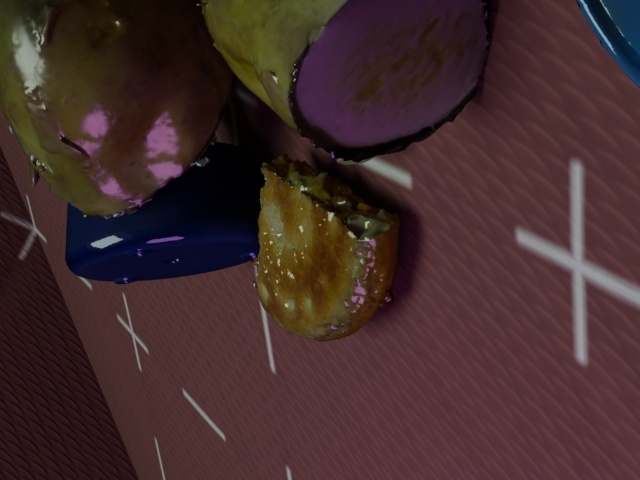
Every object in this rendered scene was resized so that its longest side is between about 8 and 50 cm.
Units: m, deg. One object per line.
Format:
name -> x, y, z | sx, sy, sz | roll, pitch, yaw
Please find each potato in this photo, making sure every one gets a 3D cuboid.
potato -> -0.270, -0.212, 1.352 | 0.237, 0.301, 0.289 | 44, -159, -59
potato -> 0.003, -0.215, 1.032 | 0.266, 0.229, 0.229 | 46, 146, 38

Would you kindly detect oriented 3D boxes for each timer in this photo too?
timer -> -0.219, -0.153, 1.559 | 0.270, 0.270, 0.384 | 147, 116, -66

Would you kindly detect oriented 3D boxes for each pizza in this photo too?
pizza -> 0.000, 0.000, 1.353 | 0.335, 0.086, 0.226 | -43, 64, 63

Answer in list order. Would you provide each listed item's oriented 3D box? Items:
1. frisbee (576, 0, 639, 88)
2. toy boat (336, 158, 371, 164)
frisbee -> 0.218, -0.188, 0.755 | 0.242, 0.045, 0.242 | 59, 172, 13
toy boat -> 0.045, -0.127, 1.182 | 0.089, 0.071, 0.185 | 26, 151, -4
